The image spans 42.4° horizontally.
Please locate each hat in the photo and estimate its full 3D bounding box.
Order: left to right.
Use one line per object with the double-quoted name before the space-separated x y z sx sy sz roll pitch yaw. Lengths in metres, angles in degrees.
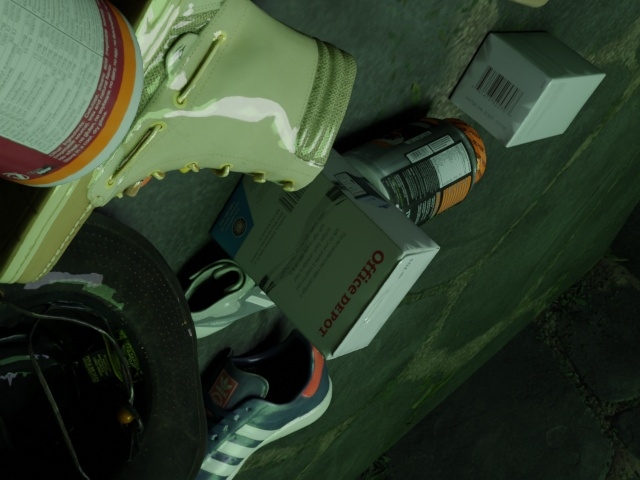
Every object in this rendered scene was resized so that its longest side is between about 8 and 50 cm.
"hat" -0.244 0.133 0.648 0.133 0.332 0.331 -8 -178 35

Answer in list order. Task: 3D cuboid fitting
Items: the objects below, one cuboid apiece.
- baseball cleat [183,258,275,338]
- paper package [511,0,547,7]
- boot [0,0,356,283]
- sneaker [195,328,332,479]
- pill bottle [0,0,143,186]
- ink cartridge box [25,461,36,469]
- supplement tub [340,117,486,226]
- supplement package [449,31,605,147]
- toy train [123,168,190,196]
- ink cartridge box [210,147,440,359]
"baseball cleat" -0.070 0.042 0.910 0.206 0.072 0.109 -33 170 -29
"paper package" 0.118 -0.328 0.501 0.309 0.168 0.325 -15 142 -54
"boot" -0.105 -0.062 0.595 0.203 0.095 0.262 20 107 -45
"sneaker" -0.137 0.236 1.100 0.350 0.131 0.148 -35 142 -27
"pill bottle" -0.192 -0.106 0.391 0.121 0.121 0.221 -49 158 7
"ink cartridge box" -0.361 0.275 0.836 0.238 0.060 0.275 -16 153 -5
"supplement tub" 0.104 -0.075 0.976 0.190 0.117 0.117 -28 152 -38
"supplement package" 0.272 -0.200 1.075 0.179 0.105 0.105 -17 144 -49
"toy train" -0.110 -0.093 0.658 0.166 0.046 0.125 -53 157 19
"ink cartridge box" 0.000 0.000 0.820 0.082 0.190 0.140 -8 137 -57
